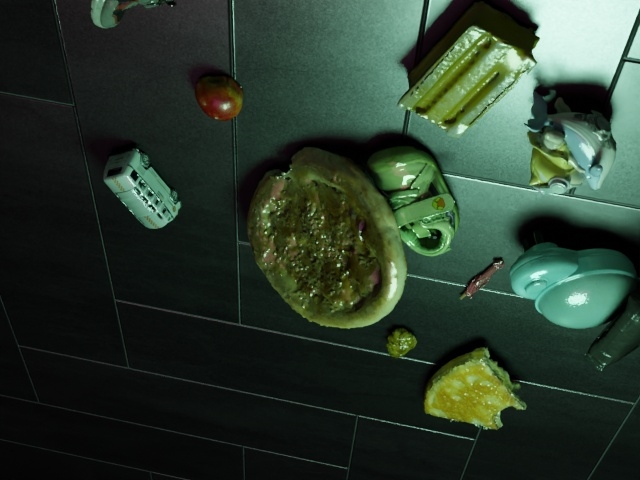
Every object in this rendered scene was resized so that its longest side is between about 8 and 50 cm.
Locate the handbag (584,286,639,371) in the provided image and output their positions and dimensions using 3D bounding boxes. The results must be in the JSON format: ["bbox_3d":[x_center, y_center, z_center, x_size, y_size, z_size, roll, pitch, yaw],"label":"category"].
[{"bbox_3d":[0.657,0.148,1.823,0.080,0.246,0.223,49,147,25],"label":"handbag"}]

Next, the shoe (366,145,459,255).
[{"bbox_3d":[0.195,-0.076,1.794,0.140,0.128,0.262,-23,132,19],"label":"shoe"}]

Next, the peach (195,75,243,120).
[{"bbox_3d":[-0.193,-0.260,1.728,0.098,0.061,0.098,4,135,4],"label":"peach"}]

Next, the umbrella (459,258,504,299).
[{"bbox_3d":[0.349,0.088,2.001,0.027,0.025,0.165,40,137,4],"label":"umbrella"}]

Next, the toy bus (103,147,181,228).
[{"bbox_3d":[-0.377,-0.103,1.950,0.087,0.089,0.194,-10,136,27],"label":"toy bus"}]

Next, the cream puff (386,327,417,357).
[{"bbox_3d":[0.195,0.250,2.212,0.083,0.058,0.083,35,135,-26],"label":"cream puff"}]

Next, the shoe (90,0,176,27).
[{"bbox_3d":[-0.293,-0.427,1.530,0.125,0.099,0.227,30,135,-13],"label":"shoe"}]

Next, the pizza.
[{"bbox_3d":[0.385,0.367,2.270,0.223,0.089,0.323,26,142,-4],"label":"pizza"}]

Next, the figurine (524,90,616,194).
[{"bbox_3d":[0.425,-0.162,1.608,0.208,0.128,0.183,40,138,-17],"label":"figurine"}]

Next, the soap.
[{"bbox_3d":[0.247,-0.284,1.551,0.135,0.076,0.233,27,140,-15],"label":"soap"}]

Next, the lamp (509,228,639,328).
[{"bbox_3d":[0.511,0.089,1.851,0.284,0.147,0.209,28,137,-15],"label":"lamp"}]

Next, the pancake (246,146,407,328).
[{"bbox_3d":[0.001,0.000,1.841,0.382,0.071,0.383,14,115,32],"label":"pancake"}]
